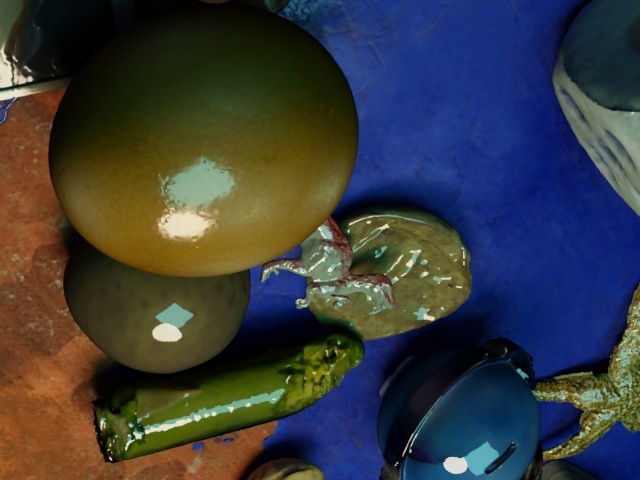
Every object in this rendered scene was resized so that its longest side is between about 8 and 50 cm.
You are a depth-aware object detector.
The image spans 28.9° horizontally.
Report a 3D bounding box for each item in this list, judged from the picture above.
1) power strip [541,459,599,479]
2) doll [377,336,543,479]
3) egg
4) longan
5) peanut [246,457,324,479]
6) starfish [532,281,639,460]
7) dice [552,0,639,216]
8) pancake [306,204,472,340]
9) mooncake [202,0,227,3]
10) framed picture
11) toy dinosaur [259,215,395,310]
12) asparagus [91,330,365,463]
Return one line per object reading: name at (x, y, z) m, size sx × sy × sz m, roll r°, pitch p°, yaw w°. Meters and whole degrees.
power strip at (0.425, 0.507, 2.127) m, size 0.261 × 0.141 × 0.229 m, roll 30°, pitch 107°, yaw -23°
doll at (0.206, 0.279, 1.776) m, size 0.284 × 0.240 × 0.310 m, roll -44°, pitch 137°, yaw -9°
egg at (-0.118, -0.103, 1.295) m, size 0.351 × 0.282 × 0.283 m, roll -26°, pitch 136°, yaw -40°
longan at (-0.188, 0.059, 1.454) m, size 0.220 × 0.196 × 0.197 m, roll -4°, pitch 125°, yaw -19°
peanut at (-0.100, 0.440, 1.808) m, size 0.305 × 0.147 × 0.147 m, roll -48°, pitch 129°, yaw 8°
starfish at (0.465, 0.221, 1.957) m, size 0.347 × 0.078 × 0.358 m, roll -11°, pitch 127°, yaw -14°
dice at (0.467, -0.177, 1.537) m, size 0.268 × 0.265 × 0.262 m, roll -36°, pitch 131°, yaw 2°
pancake at (0.086, 0.046, 1.667) m, size 0.241 × 0.050 × 0.242 m, roll -5°, pitch 128°, yaw -7°
mooncake at (-0.091, -0.390, 1.099) m, size 0.174 × 0.333 × 0.326 m, roll 8°, pitch 80°, yaw -31°
framed picture at (-0.289, -0.274, 1.278) m, size 0.192 × 0.018 × 0.265 m, roll -15°, pitch 128°, yaw -16°
toy dinosaur at (0.000, 0.000, 1.558) m, size 0.167 × 0.053 × 0.242 m, roll -8°, pitch 121°, yaw 2°
asparagus at (-0.109, 0.196, 1.624) m, size 0.381 × 0.128 × 0.108 m, roll -12°, pitch 87°, yaw -13°
